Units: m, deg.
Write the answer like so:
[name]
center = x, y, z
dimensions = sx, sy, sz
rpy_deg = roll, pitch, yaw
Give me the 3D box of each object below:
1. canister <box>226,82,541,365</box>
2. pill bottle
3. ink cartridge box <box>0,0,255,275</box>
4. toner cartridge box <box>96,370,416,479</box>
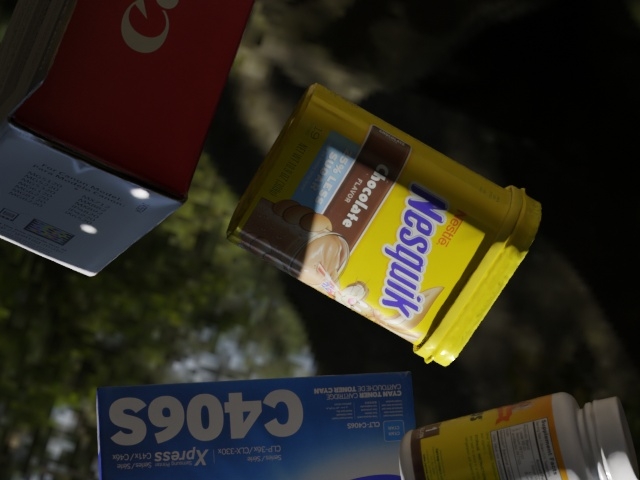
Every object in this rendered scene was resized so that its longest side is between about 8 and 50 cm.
[canister]
center = 0.039, -0.011, 1.253
dimensions = 0.170, 0.126, 0.073
rpy_deg = 29, -158, -6
[pill bottle]
center = 0.191, 0.215, 1.849
dimensions = 0.215, 0.117, 0.117
rpy_deg = -15, 164, 12
[ink cartridge box]
center = -0.119, -0.164, 1.285
dimensions = 0.130, 0.309, 0.272
rpy_deg = 24, 158, -16
[toner cartridge box]
center = -0.069, 0.236, 2.112
dimensions = 0.347, 0.165, 0.075
rpy_deg = -3, 169, -7
